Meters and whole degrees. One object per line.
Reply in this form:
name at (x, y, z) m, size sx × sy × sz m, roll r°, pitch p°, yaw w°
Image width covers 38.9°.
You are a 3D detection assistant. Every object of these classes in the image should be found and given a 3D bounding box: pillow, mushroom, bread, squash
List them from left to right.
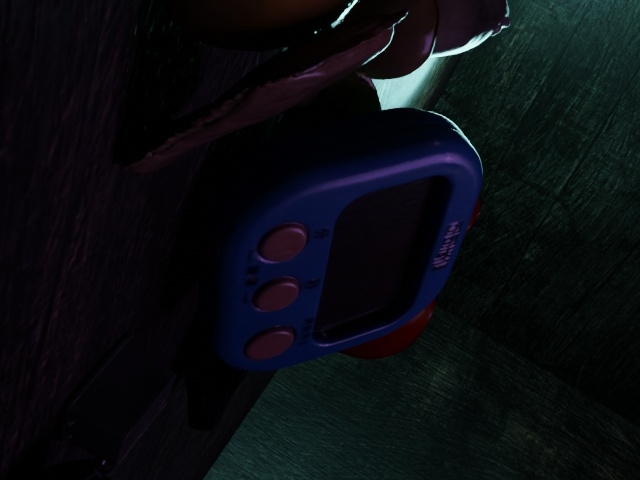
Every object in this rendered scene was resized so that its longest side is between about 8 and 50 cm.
pillow at (-0.045, -0.097, 0.612) m, size 0.211 × 0.034 × 0.135 m, roll -18°, pitch -164°, yaw 46°
bread at (-0.014, -0.191, 0.592) m, size 0.147 × 0.098 × 0.217 m, roll -66°, pitch 173°, yaw 26°
squash at (0.010, -0.113, 1.079) m, size 0.289 × 0.111 × 0.203 m, roll -60°, pitch 176°, yaw 29°
mushroom at (0.131, -0.287, 1.099) m, size 0.137 × 0.154 × 0.407 m, roll -10°, pitch -159°, yaw 30°

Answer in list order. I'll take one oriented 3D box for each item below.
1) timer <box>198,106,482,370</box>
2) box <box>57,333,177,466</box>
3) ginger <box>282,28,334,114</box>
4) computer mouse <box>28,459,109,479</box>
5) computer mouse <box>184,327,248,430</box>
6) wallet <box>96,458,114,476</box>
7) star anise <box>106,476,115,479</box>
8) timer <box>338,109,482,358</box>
timer at (0.015, 0.004, 1.015) m, size 0.309 × 0.115 × 0.340 m, roll -14°, pitch 143°, yaw -20°
box at (-0.205, 0.166, 0.929) m, size 0.122 × 0.069 × 0.084 m, roll -54°, pitch 174°, yaw -45°
ginger at (-0.013, -0.189, 0.870) m, size 0.173 × 0.051 × 0.069 m, roll 100°, pitch 16°, yaw -62°
computer mouse at (-0.282, 0.294, 0.897) m, size 0.242 × 0.077 × 0.146 m, roll -58°, pitch 175°, yaw 27°
computer mouse at (-0.153, 0.174, 1.348) m, size 0.147 × 0.088 × 0.264 m, roll -77°, pitch -171°, yaw -47°
wallet at (-0.301, 0.321, 1.171) m, size 0.157 × 0.018 × 0.082 m, roll -56°, pitch 170°, yaw -28°
star anise at (-0.352, 0.407, 1.081) m, size 0.148 × 0.218 × 0.227 m, roll 50°, pitch 31°, yaw -52°
timer at (0.076, -0.014, 1.378) m, size 0.378 × 0.279 × 0.378 m, roll -61°, pitch 174°, yaw -10°
